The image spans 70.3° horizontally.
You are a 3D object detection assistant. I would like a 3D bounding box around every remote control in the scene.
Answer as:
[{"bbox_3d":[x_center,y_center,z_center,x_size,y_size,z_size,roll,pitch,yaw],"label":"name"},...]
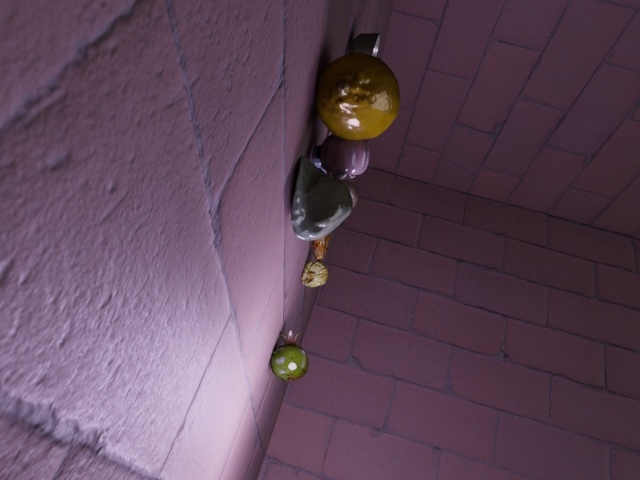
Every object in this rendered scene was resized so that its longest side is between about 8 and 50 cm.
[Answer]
[{"bbox_3d":[-0.003,-0.294,1.761,0.244,0.047,0.087,84,26,-77],"label":"remote control"}]

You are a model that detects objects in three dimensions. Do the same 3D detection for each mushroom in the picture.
[{"bbox_3d":[0.069,-0.220,2.139,0.204,0.204,0.205,16,90,-84],"label":"mushroom"}]

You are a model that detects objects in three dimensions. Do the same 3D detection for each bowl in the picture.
[{"bbox_3d":[0.161,-0.733,1.827,0.211,0.112,0.212,15,90,-84],"label":"bowl"}]

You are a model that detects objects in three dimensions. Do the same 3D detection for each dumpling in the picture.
[{"bbox_3d":[0.009,-0.127,1.514,0.320,0.211,0.270,-136,-123,-83],"label":"dumpling"}]

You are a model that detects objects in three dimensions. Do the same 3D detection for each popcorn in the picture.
[{"bbox_3d":[-0.027,0.176,2.372,0.162,0.135,0.142,-52,164,-81],"label":"popcorn"}]

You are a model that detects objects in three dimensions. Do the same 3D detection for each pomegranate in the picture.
[{"bbox_3d":[-0.141,0.527,2.089,0.182,0.181,0.224,97,-4,-58],"label":"pomegranate"}]

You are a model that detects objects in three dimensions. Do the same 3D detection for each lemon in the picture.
[{"bbox_3d":[0.113,-0.447,1.430,0.316,0.285,0.286,-39,152,-38],"label":"lemon"}]

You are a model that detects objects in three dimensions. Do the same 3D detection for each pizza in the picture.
[{"bbox_3d":[0.000,0.000,2.397,0.289,0.081,0.229,-29,128,-81],"label":"pizza"}]

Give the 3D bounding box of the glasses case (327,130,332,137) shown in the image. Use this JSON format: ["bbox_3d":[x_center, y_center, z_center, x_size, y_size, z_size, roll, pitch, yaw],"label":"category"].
[{"bbox_3d":[0.098,-0.467,1.886,0.075,0.121,0.315,-75,178,-62],"label":"glasses case"}]

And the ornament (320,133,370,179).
[{"bbox_3d":[0.087,-0.294,1.606,0.177,0.177,0.178,16,90,-84],"label":"ornament"}]

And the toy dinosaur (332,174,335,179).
[{"bbox_3d":[0.059,-0.258,2.351,0.294,0.077,0.162,138,-34,-73],"label":"toy dinosaur"}]
